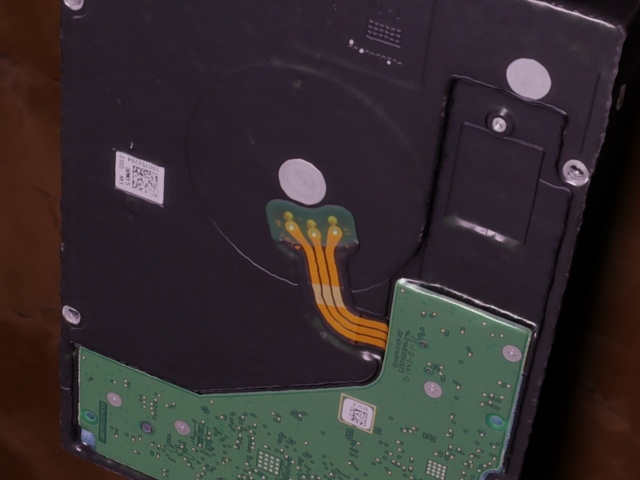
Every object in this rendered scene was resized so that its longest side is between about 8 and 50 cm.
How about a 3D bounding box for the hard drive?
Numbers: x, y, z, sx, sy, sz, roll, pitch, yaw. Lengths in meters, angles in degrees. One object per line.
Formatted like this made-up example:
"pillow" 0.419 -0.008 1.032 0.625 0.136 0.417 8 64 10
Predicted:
"hard drive" 0.000 0.000 0.778 0.237 0.064 0.339 20 130 17
